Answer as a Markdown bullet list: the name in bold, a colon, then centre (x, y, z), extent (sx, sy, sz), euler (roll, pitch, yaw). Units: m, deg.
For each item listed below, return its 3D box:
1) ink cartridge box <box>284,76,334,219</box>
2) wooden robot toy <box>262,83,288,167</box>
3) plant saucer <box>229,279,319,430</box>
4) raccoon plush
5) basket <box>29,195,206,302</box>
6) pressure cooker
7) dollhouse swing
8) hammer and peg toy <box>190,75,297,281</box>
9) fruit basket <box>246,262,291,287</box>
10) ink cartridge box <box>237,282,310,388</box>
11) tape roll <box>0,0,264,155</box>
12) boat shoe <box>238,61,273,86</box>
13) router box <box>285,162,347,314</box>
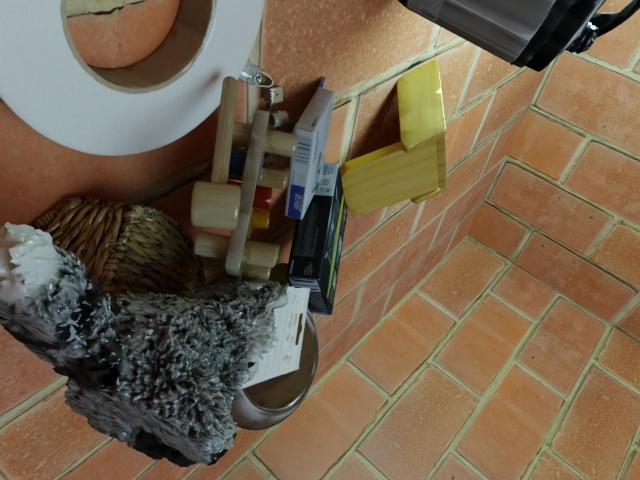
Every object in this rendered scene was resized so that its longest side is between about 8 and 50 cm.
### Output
- **ink cartridge box**: centre (-0.015, -0.194, 1.019), extent (0.223, 0.045, 0.224), euler (100, 7, -45)
- **wooden robot toy**: centre (-0.109, -0.205, 0.925), extent (0.079, 0.076, 0.173), euler (-22, 142, -33)
- **plant saucer**: centre (-0.100, 0.235, 1.012), extent (0.311, 0.050, 0.310), euler (10, 77, -49)
- **raccoon plush**: centre (-0.170, 0.081, 0.628), extent (0.446, 0.216, 0.299), euler (89, 19, -46)
- **basket**: centre (-0.351, 0.056, 0.800), extent (0.299, 0.223, 0.213), euler (68, 29, -63)
- **pressure cooker**: centre (0.390, -0.522, 0.889), extent (0.370, 0.420, 0.375), euler (-53, 172, -49)
- **dollhouse swing**: centre (0.207, -0.278, 1.421), extent (0.347, 0.305, 0.315), euler (53, 34, -65)
- **hammer and peg toy**: centre (-0.114, -0.074, 0.782), extent (0.361, 0.127, 0.265), euler (129, -29, -76)
- **fruit basket**: centre (-0.178, 0.217, 1.230), extent (0.392, 0.283, 0.392), euler (-2, 90, -88)
- **ink cartridge box**: centre (-0.099, 0.174, 0.938), extent (0.225, 0.056, 0.181), euler (13, 86, -68)
- **tape roll**: centre (-0.226, -0.290, 0.583), extent (0.392, 0.072, 0.392), euler (-41, 153, -26)
- **boat shoe**: centre (-0.117, -0.285, 0.836), extent (0.100, 0.035, 0.035), euler (-2, 125, -61)
- **router box**: centre (0.000, 0.000, 1.204), extent (0.243, 0.081, 0.308), euler (74, 23, -61)
